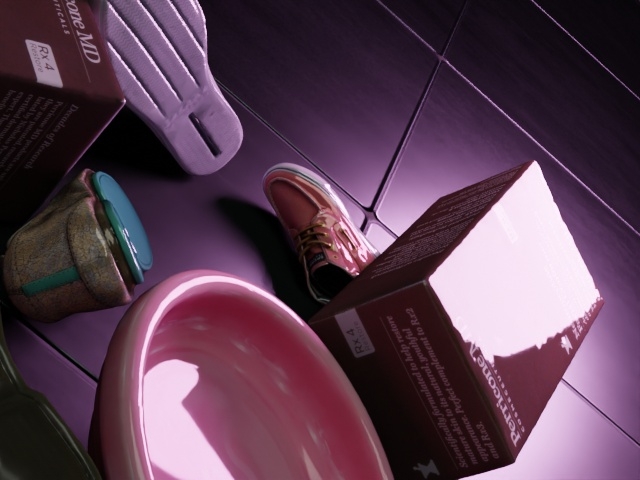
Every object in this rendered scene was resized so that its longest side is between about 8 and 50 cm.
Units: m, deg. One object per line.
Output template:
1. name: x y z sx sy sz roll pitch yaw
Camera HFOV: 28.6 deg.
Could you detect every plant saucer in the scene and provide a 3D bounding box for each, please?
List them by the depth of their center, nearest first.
1. plant saucer: -0.057 0.186 0.933 0.332 0.084 0.332 43 31 -33

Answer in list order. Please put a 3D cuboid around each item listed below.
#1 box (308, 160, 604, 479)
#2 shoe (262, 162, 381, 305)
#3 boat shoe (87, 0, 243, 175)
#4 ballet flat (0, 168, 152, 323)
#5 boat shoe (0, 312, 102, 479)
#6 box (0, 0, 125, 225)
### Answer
1. box: 0.153 0.072 1.271 0.191 0.143 0.381 63 32 -8
2. shoe: 0.000 0.000 1.285 0.178 0.063 0.081 48 27 -6
3. boat shoe: -0.160 -0.167 1.172 0.094 0.109 0.302 44 -14 29
4. ballet flat: -0.196 0.005 0.981 0.316 0.106 0.108 -161 -133 -84
5. boat shoe: -0.261 0.098 0.839 0.110 0.104 0.307 -10 57 -43
6. box: -0.300 -0.136 0.993 0.203 0.167 0.169 8 47 -45
